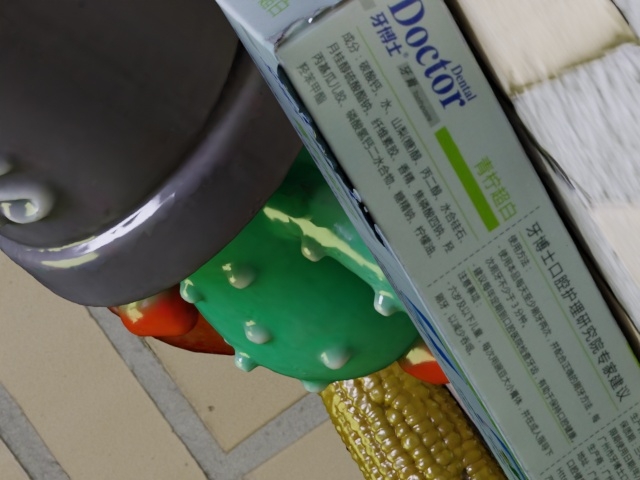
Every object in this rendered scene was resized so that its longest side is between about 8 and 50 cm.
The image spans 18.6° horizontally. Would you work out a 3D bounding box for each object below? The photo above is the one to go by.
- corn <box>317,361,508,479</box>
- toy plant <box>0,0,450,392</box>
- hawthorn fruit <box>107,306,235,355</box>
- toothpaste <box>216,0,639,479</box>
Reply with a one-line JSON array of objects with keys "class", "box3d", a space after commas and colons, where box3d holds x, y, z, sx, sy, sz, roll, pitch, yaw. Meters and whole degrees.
[{"class": "corn", "box3d": [0.068, 0.151, 1.475, 0.262, 0.097, 0.097, 57, 175, 7]}, {"class": "toy plant", "box3d": [-0.067, -0.041, 0.908, 0.400, 0.279, 0.185, 35, -133, -40]}, {"class": "hawthorn fruit", "box3d": [-0.085, 0.019, 1.573, 0.235, 0.181, 0.181, 53, 177, -35]}, {"class": "toothpaste", "box3d": [0.071, 0.028, 0.754, 0.336, 0.067, 0.081, 58, 174, -31]}]
